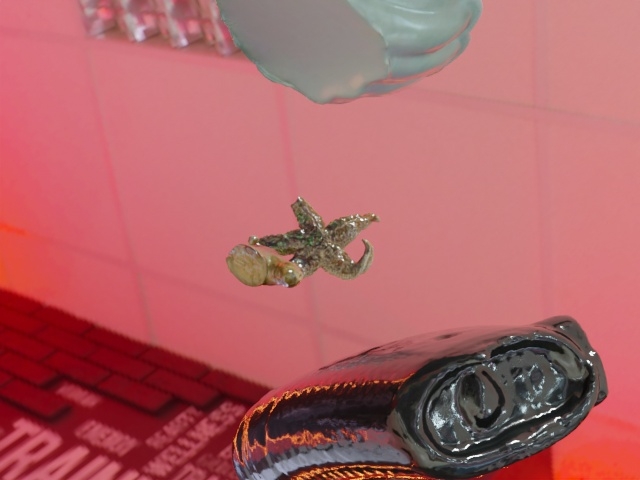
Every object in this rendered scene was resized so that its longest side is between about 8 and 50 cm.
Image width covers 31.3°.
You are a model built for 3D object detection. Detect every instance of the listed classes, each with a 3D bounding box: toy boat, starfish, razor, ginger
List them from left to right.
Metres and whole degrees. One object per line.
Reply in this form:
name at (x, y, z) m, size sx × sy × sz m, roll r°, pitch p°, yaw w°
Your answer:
ginger at (-0.045, 0.019, 0.829) m, size 0.030 × 0.048 × 0.097 m, roll -70°, pitch -160°, yaw 3°
starfish at (-0.002, 0.003, 1.695) m, size 0.150 × 0.210 × 0.053 m, roll 61°, pitch -22°, yaw 9°
toy boat at (-0.001, -0.187, 0.857) m, size 0.199 × 0.100 × 0.290 m, roll -12°, pitch -41°, yaw 35°
razor at (0.064, 0.141, 0.943) m, size 0.349 × 0.204 × 0.113 m, roll -32°, pitch -104°, yaw 60°

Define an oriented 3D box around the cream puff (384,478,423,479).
cream puff at (0.148, 0.505, 1.912) m, size 0.239 × 0.165 × 0.239 m, roll 0°, pitch -89°, yaw 16°
